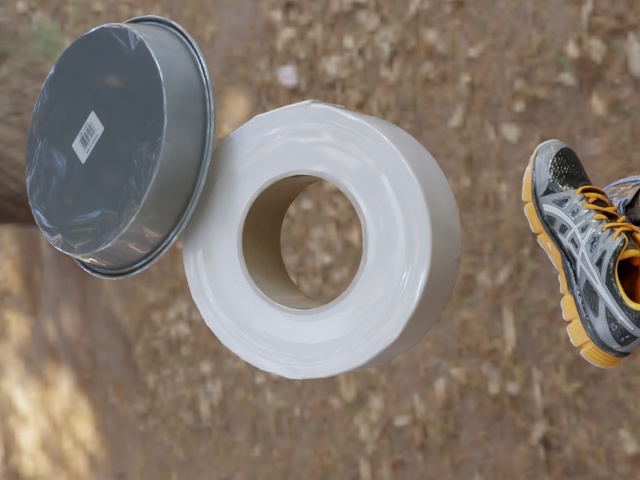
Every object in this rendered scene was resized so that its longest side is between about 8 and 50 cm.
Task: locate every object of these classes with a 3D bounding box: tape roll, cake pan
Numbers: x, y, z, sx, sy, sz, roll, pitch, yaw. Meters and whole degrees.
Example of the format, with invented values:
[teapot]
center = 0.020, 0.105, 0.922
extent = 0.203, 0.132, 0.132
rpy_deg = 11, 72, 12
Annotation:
[tape roll]
center = 0.000, 0.000, 1.504
extent = 0.100, 0.286, 0.286
rpy_deg = -1, -89, -65
[cake pan]
center = -0.228, -0.105, 1.555
extent = 0.293, 0.054, 0.293
rpy_deg = -11, 74, 44

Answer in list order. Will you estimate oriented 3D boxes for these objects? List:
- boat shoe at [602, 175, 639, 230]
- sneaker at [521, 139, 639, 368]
[boat shoe]
center = 0.356, -0.040, 1.588
extent = 0.183, 0.066, 0.066
rpy_deg = -26, 91, 32
[sneaker]
center = 0.249, 0.002, 1.284
extent = 0.083, 0.084, 0.215
rpy_deg = -35, 65, 42
